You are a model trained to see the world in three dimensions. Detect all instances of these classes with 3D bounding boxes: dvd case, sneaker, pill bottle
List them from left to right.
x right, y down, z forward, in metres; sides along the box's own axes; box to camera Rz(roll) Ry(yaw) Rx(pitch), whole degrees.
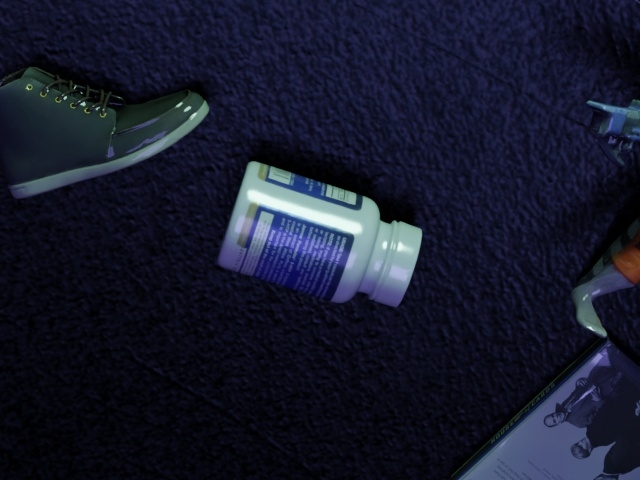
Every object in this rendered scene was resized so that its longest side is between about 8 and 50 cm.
[{"bbox_3d":[-0.228,-0.128,1.643,0.222,0.083,0.118,-19,108,10],"label":"sneaker"},{"bbox_3d":[0.000,0.000,1.666,0.187,0.112,0.112,18,110,-4],"label":"pill bottle"},{"bbox_3d":[0.284,0.236,1.786,0.179,0.029,0.238,41,108,-12],"label":"dvd case"}]

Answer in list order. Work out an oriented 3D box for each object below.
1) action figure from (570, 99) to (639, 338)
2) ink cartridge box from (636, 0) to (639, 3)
[{"bbox_3d":[0.339,-0.066,1.599,0.341,0.178,0.330,16,107,-30],"label":"action figure"},{"bbox_3d":[0.410,-0.256,1.503,0.224,0.045,0.223,34,77,-13],"label":"ink cartridge box"}]
